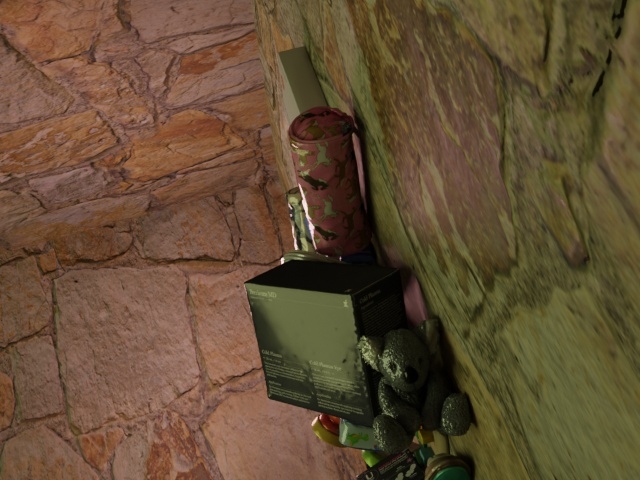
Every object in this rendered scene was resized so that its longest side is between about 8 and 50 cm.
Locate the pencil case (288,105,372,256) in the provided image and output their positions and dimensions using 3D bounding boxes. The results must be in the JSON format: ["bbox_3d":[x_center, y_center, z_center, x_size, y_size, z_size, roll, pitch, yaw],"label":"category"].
[{"bbox_3d":[0.031,-0.138,1.732,0.160,0.167,0.386,-80,-16,-49],"label":"pencil case"}]

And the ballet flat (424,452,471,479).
[{"bbox_3d":[0.278,0.547,1.554,0.106,0.107,0.316,-102,2,-48],"label":"ballet flat"}]

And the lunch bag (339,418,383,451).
[{"bbox_3d":[0.137,0.422,1.655,0.219,0.176,0.090,-53,-31,-78],"label":"lunch bag"}]

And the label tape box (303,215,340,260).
[{"bbox_3d":[0.056,0.061,2.104,0.240,0.105,0.334,128,125,-80],"label":"label tape box"}]

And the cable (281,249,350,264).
[{"bbox_3d":[0.013,0.101,1.849,0.257,0.257,0.089,51,-123,-69],"label":"cable"}]

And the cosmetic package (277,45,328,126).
[{"bbox_3d":[-0.032,-0.354,2.112,0.284,0.097,0.377,91,163,-60],"label":"cosmetic package"}]

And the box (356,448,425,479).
[{"bbox_3d":[0.228,0.678,1.759,0.247,0.163,0.142,59,176,-22],"label":"box"}]

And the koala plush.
[{"bbox_3d":[0.177,0.275,1.402,0.203,0.196,0.221,-86,-22,-79],"label":"koala plush"}]

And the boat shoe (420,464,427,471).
[{"bbox_3d":[0.277,0.719,1.988,0.324,0.122,0.120,72,173,-66],"label":"boat shoe"}]

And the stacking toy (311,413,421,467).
[{"bbox_3d":[0.159,0.505,1.934,0.309,0.279,0.130,-9,-54,-65],"label":"stacking toy"}]

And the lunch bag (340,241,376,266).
[{"bbox_3d":[0.103,0.045,1.895,0.067,0.098,0.065,79,-169,-52],"label":"lunch bag"}]

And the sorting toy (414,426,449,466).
[{"bbox_3d":[0.258,0.488,1.726,0.196,0.047,0.348,-124,22,-58],"label":"sorting toy"}]

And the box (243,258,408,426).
[{"bbox_3d":[0.024,0.224,1.612,0.343,0.179,0.313,4,111,41],"label":"box"}]

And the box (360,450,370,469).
[{"bbox_3d":[0.176,0.692,1.956,0.191,0.045,0.184,95,152,-85],"label":"box"}]

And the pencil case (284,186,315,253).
[{"bbox_3d":[0.000,0.000,2.326,0.160,0.183,0.411,-3,101,51],"label":"pencil case"}]
